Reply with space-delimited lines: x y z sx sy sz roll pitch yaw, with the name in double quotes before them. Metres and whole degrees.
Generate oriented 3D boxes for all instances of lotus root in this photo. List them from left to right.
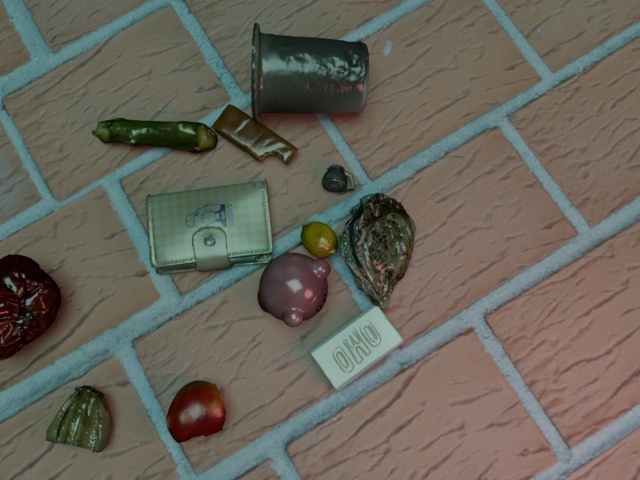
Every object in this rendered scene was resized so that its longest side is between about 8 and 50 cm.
"lotus root" -0.555 0.422 1.476 0.143 0.070 0.144 16 82 12

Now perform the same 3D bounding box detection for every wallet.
"wallet" -0.279 -0.035 1.574 0.309 0.077 0.224 -7 73 0

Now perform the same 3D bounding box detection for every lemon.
"lemon" 0.000 0.000 1.542 0.110 0.082 0.082 42 82 18

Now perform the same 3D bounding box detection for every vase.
"vase" -0.028 -0.421 1.572 0.290 0.245 0.245 1 77 -2

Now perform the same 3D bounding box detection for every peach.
"peach" -0.297 0.398 1.453 0.118 0.151 0.151 8 72 -41

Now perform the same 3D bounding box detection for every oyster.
"oyster" 0.133 0.017 1.529 0.198 0.112 0.268 28 70 -12

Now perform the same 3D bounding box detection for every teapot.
"teapot" 0.048 -0.159 1.593 0.087 0.066 0.057 16 59 -16

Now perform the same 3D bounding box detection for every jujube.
"jujube" -0.744 0.157 1.479 0.213 0.213 0.232 40 66 11

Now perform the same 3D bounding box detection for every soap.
"soap" 0.087 0.255 1.485 0.198 0.066 0.119 -36 79 -6

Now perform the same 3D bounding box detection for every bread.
"bread" -0.171 -0.264 1.630 0.226 0.049 0.088 36 81 9

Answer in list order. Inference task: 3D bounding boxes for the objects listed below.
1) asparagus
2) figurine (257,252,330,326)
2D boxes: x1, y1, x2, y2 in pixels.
"asparagus" -0.445 -0.281 1.633 0.342 0.085 0.082 6 101 2
"figurine" -0.061 0.112 1.475 0.173 0.173 0.173 -1 77 3
